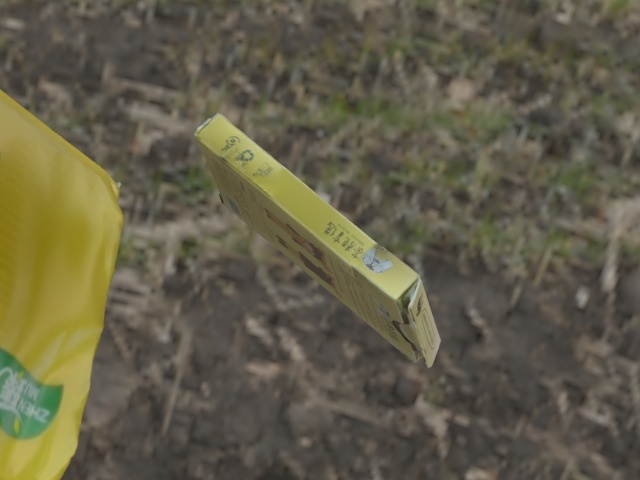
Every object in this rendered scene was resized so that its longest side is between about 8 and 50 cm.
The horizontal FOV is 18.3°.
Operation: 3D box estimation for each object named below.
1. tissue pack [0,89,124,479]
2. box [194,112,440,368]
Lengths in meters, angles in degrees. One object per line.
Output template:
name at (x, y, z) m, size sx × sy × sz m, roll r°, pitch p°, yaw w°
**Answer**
tissue pack at (-0.322, -0.014, 0.927) m, size 0.293 × 0.382 × 0.228 m, roll -3°, pitch 66°, yaw 30°
box at (0.000, 0.000, 0.966) m, size 0.020 × 0.073 × 0.149 m, roll -43°, pitch 63°, yaw -13°
